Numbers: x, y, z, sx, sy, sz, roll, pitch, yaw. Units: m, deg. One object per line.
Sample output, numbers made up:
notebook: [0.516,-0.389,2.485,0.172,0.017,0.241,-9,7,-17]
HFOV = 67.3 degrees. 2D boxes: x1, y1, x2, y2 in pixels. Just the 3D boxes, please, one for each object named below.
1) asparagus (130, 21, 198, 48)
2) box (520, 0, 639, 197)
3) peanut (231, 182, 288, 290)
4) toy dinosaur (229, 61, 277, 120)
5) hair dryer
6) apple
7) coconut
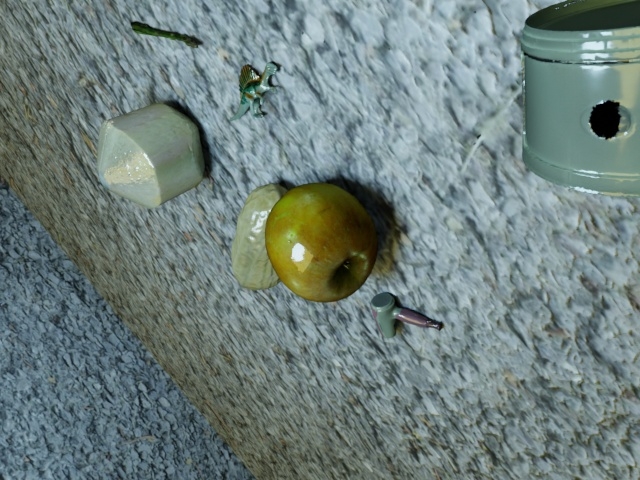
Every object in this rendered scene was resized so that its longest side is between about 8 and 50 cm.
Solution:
asparagus: [-0.341,-0.450,1.052,0.233,0.022,0.023,26,93,30]
box: [0.321,-0.160,0.477,0.226,0.226,0.149,12,129,39]
peanut: [-0.133,-0.005,1.129,0.152,0.152,0.313,36,141,16]
toy dinosaur: [-0.144,-0.301,0.975,0.187,0.044,0.106,16,119,53]
hair dryer: [0.188,0.175,1.044,0.154,0.054,0.106,6,130,36]
apple: [0.000,0.000,0.948,0.207,0.237,0.237,44,147,41]
coconut: [-0.419,-0.197,1.162,0.239,0.244,0.239,25,135,27]
